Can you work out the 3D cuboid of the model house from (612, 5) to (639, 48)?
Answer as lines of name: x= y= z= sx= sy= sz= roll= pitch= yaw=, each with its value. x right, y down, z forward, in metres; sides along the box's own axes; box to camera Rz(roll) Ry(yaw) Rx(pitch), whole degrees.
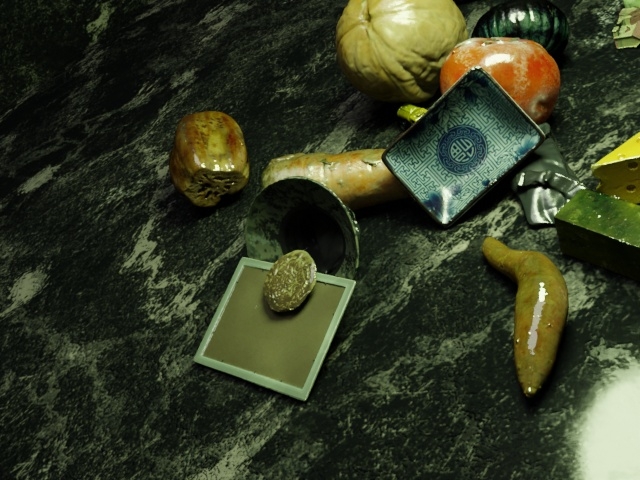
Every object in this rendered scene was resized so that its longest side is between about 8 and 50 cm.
model house: x=0.647 y=-0.442 z=1.635 sx=0.058 sy=0.057 sz=0.083 roll=1 pitch=42 yaw=40

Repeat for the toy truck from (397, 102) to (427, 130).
toy truck: x=0.205 y=-0.258 z=1.684 sx=0.049 sy=0.054 sz=0.083 roll=-36 pitch=36 yaw=-12

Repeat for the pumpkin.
pumpkin: x=0.417 y=-0.421 z=1.649 sx=0.201 sy=0.202 sz=0.140 roll=-12 pitch=74 yaw=20

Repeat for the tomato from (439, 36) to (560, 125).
tomato: x=0.342 y=-0.296 z=1.530 sx=0.231 sy=0.189 sz=0.232 roll=2 pitch=19 yaw=-1

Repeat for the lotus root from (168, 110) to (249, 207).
lotus root: x=-0.258 y=-0.188 z=1.806 sx=0.193 sy=0.193 sz=0.291 roll=-23 pitch=38 yaw=5

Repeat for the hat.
hat: x=0.000 y=0.000 z=1.406 sx=0.265 sy=0.266 sz=0.128 roll=12 pitch=19 yaw=42

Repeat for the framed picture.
framed picture: x=-0.080 y=0.142 z=1.339 sx=0.274 sy=0.017 sz=0.217 roll=12 pitch=70 yaw=41

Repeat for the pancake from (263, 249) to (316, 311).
pancake: x=-0.052 y=0.069 z=1.338 sx=0.114 sy=0.011 sz=0.115 roll=-18 pitch=57 yaw=30

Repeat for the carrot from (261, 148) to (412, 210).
carrot: x=0.031 y=-0.109 z=1.547 sx=0.301 sy=0.139 sz=0.139 roll=-2 pitch=41 yaw=15

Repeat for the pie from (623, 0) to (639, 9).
pie: x=0.787 y=-0.541 z=1.662 sx=0.302 sy=0.067 sz=0.303 roll=-17 pitch=36 yaw=13

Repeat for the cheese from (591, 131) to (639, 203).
cheese: x=0.525 y=-0.119 z=1.273 sx=0.171 sy=0.093 sz=0.126 roll=-22 pitch=36 yaw=8

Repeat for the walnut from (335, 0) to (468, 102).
walnut: x=0.177 y=-0.432 z=1.725 sx=0.277 sy=0.313 sz=0.252 roll=-50 pitch=60 yaw=23

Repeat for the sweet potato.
sweet potato: x=0.310 y=0.078 z=1.174 sx=0.108 sy=0.079 sz=0.346 roll=-29 pitch=30 yaw=19

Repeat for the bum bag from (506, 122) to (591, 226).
bum bag: x=0.387 y=-0.122 z=1.391 sx=0.123 sy=0.060 sz=0.248 roll=-22 pitch=36 yaw=6

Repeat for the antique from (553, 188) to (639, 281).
antique: x=0.464 y=0.002 z=1.173 sx=0.081 sy=0.080 sz=0.220 roll=-41 pitch=39 yaw=-17

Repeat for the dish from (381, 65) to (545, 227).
dish: x=0.255 y=-0.167 z=1.423 sx=0.243 sy=0.182 sz=0.080 roll=-43 pitch=-5 yaw=15
